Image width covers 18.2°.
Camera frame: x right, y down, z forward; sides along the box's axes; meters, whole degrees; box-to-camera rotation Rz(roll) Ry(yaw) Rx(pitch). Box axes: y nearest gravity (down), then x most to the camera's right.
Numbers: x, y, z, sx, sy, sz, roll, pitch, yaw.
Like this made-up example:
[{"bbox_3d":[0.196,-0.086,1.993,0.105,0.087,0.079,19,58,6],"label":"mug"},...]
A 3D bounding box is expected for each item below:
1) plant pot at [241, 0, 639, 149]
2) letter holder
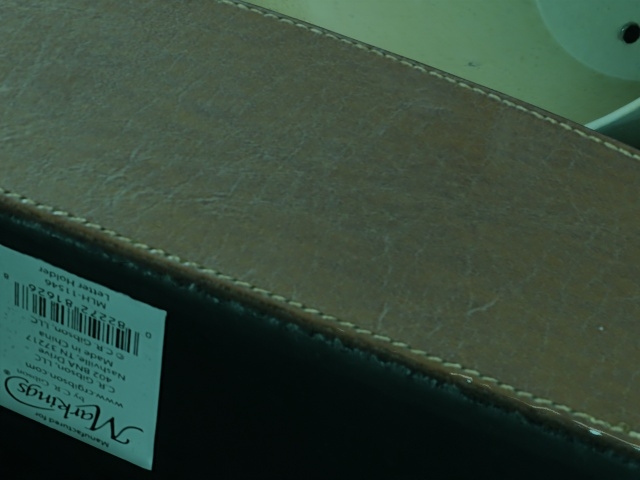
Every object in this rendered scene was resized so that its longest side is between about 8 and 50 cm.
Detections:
[{"bbox_3d":[0.117,-0.156,0.862,0.191,0.284,0.284,18,42,-58],"label":"plant pot"},{"bbox_3d":[0.000,0.000,0.693,0.302,0.152,0.214,21,46,13],"label":"letter holder"}]
